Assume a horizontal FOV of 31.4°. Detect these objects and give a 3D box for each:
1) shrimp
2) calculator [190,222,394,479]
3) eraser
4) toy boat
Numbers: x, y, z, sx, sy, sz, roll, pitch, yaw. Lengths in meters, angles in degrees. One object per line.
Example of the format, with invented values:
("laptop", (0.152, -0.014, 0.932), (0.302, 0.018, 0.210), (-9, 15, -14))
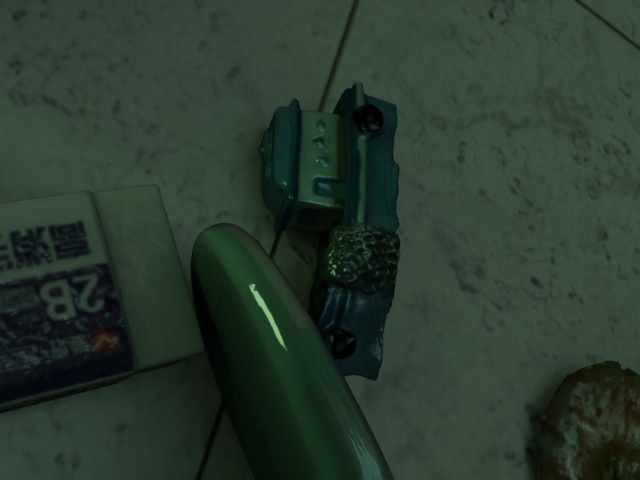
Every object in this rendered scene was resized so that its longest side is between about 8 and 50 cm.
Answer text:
("shrimp", (0.276, 0.246, 0.973), (0.154, 0.062, 0.294), (-27, 89, -25))
("calculator", (-0.014, 0.125, 0.717), (0.041, 0.185, 0.299), (-19, 70, -21))
("eraser", (-0.187, 0.040, 0.707), (0.210, 0.068, 0.124), (-11, 80, -37))
("toy boat", (0.000, 0.000, 0.834), (0.098, 0.109, 0.237), (7, 67, -12))
